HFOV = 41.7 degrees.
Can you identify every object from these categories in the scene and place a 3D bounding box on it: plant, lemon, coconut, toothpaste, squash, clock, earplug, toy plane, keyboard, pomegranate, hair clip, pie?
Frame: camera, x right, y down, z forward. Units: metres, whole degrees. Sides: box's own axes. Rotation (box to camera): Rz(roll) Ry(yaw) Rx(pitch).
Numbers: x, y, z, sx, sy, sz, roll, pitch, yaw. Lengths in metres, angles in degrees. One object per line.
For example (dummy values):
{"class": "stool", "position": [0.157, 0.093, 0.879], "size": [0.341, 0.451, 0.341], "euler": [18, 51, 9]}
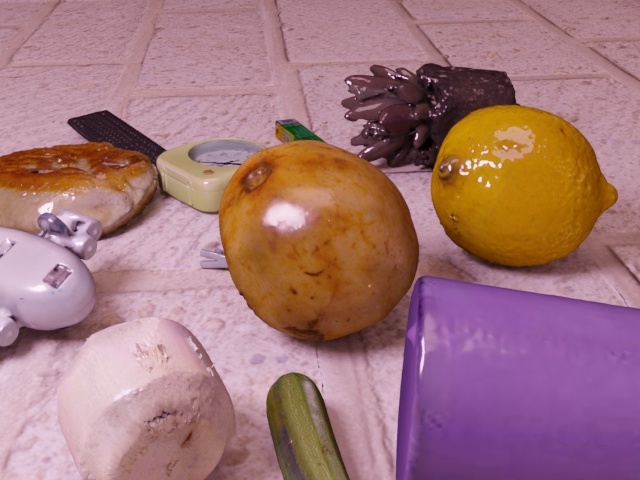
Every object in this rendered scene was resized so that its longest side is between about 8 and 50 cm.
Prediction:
{"class": "plant", "position": [0.194, -0.223, 1.539], "size": [0.320, 0.182, 0.194], "euler": [-5, 33, -6]}
{"class": "lemon", "position": [0.284, -0.074, 1.202], "size": [0.253, 0.228, 0.228], "euler": [22, 30, 1]}
{"class": "coconut", "position": [-0.175, 0.155, 0.825], "size": [0.171, 0.171, 0.183], "euler": [-14, 38, -24]}
{"class": "toothpaste", "position": [-0.037, -0.193, 1.631], "size": [0.043, 0.037, 0.178], "euler": [-9, 29, -24]}
{"class": "squash", "position": [-0.010, 0.210, 0.828], "size": [0.066, 0.066, 0.229], "euler": [-7, 28, -12]}
{"class": "clock", "position": [-0.155, -0.126, 1.470], "size": [0.232, 0.069, 0.170], "euler": [-21, 34, -37]}
{"class": "earplug", "position": [0.300, 0.159, 0.792], "size": [0.455, 0.215, 0.215], "euler": [5, 28, 2]}
{"class": "toy plane", "position": [-0.398, 0.048, 1.080], "size": [0.266, 0.123, 0.267], "euler": [-7, 44, 7]}
{"class": "keyboard", "position": [-0.422, -0.213, 1.665], "size": [0.103, 0.041, 0.381], "euler": [-23, 35, -37]}
{"class": "pomegranate", "position": [0.000, 0.000, 1.050], "size": [0.260, 0.260, 0.260], "euler": [0, 28, 0]}
{"class": "hair clip", "position": [-0.115, 0.028, 1.215], "size": [0.115, 0.030, 0.039], "euler": [9, 28, 17]}
{"class": "pie", "position": [-0.418, -0.094, 1.390], "size": [0.315, 0.092, 0.315], "euler": [-1, 26, 0]}
